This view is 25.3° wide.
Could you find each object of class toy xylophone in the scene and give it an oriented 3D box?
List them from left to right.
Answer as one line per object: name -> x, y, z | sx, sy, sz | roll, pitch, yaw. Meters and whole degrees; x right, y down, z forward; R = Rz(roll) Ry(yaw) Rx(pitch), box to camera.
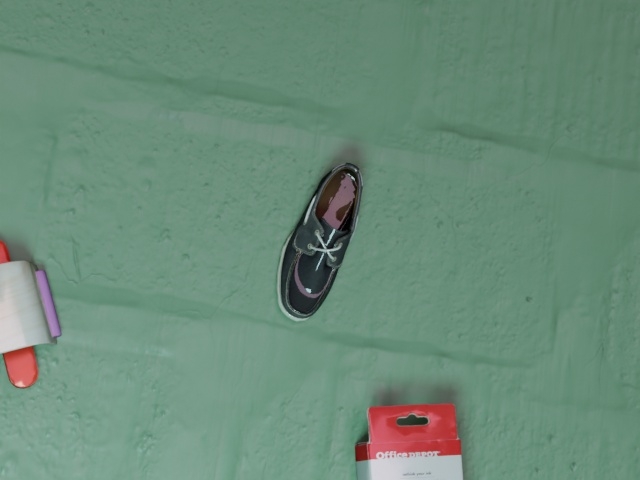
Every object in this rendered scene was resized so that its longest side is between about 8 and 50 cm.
toy xylophone -> -0.506, 0.088, 1.863 | 0.323, 0.081, 0.236 | -6, 80, -14

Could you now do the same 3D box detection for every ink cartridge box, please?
ink cartridge box -> 0.123, 0.343, 1.955 | 0.134, 0.078, 0.231 | 0, 79, -13

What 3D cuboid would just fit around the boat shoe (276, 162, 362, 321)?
boat shoe -> 0.000, 0.000, 1.998 | 0.084, 0.079, 0.233 | 24, 76, -9
